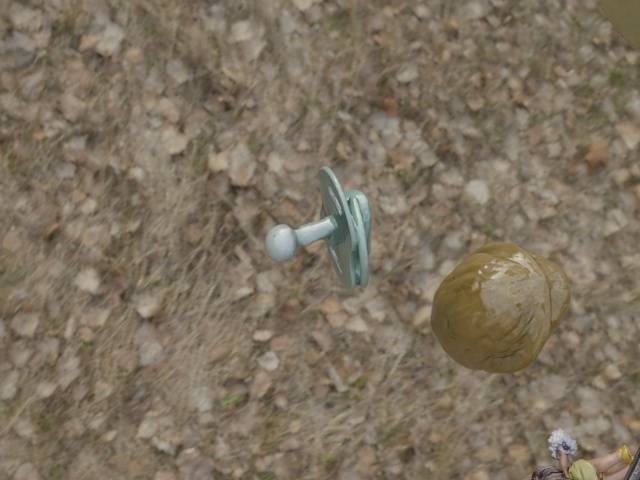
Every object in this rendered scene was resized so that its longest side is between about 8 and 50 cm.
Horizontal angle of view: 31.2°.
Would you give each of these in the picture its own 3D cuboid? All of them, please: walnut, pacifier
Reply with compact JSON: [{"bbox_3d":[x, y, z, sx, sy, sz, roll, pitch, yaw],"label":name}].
[{"bbox_3d":[0.203,0.078,1.314,0.167,0.166,0.149,-7,70,-32],"label":"walnut"},{"bbox_3d":[0.000,0.000,1.215,0.117,0.150,0.126,-17,59,-14],"label":"pacifier"}]

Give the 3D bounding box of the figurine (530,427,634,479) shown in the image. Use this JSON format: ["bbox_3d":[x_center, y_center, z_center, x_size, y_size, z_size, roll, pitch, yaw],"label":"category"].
[{"bbox_3d":[0.454,0.443,2.068,0.240,0.116,0.174,-36,113,4],"label":"figurine"}]

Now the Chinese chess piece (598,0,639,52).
[{"bbox_3d":[0.412,-0.308,1.203,0.102,0.273,0.273,-28,83,-39],"label":"Chinese chess piece"}]

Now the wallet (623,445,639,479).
[{"bbox_3d":[0.416,0.376,1.578,0.031,0.110,0.198,23,56,24],"label":"wallet"}]
